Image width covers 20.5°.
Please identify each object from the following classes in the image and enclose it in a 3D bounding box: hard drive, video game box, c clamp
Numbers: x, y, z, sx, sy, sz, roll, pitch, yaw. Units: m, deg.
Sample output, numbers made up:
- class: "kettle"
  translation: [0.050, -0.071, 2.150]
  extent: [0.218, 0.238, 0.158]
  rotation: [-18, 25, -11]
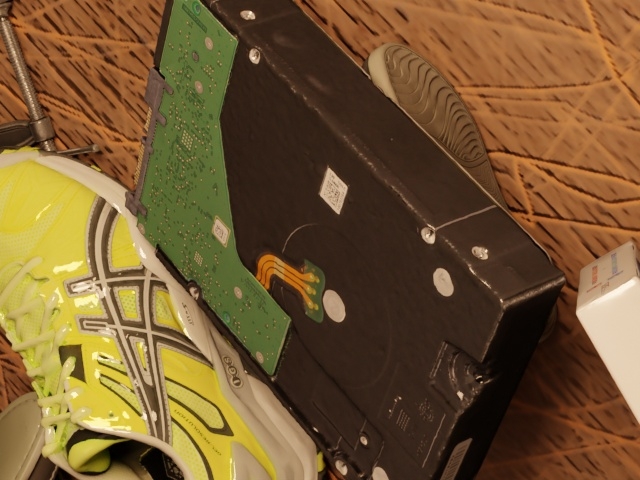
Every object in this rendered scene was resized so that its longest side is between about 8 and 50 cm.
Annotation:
- class: "hard drive"
  translation: [0.000, 0.000, 1.164]
  extent: [0.339, 0.064, 0.237]
  rotation: [46, 139, 29]
- class: "video game box"
  translation: [0.222, 0.107, 1.065]
  extent: [0.048, 0.187, 0.205]
  rotation: [-30, 90, 9]
- class: "c clamp"
  translation: [-0.244, -0.129, 1.373]
  extent: [0.137, 0.022, 0.160]
  rotation: [-15, 101, 41]

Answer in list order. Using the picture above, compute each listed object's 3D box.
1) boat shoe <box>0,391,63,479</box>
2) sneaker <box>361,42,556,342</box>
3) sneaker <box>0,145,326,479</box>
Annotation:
- class: "boat shoe"
  translation: [-0.255, 0.215, 1.483]
  extent: [0.228, 0.069, 0.081]
  rotation: [-56, 36, 30]
- class: "sneaker"
  translation: [0.057, -0.015, 1.185]
  extent: [0.118, 0.083, 0.222]
  rotation: [-22, 96, 37]
- class: "sneaker"
  translation: [-0.158, 0.084, 1.316]
  extent: [0.384, 0.147, 0.145]
  rotation: [46, 129, 9]
